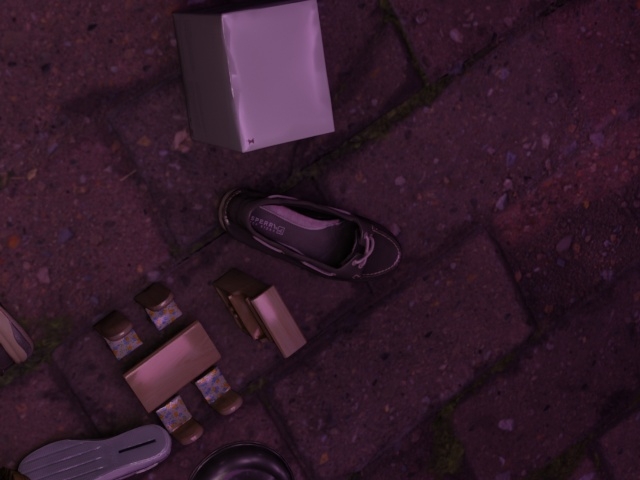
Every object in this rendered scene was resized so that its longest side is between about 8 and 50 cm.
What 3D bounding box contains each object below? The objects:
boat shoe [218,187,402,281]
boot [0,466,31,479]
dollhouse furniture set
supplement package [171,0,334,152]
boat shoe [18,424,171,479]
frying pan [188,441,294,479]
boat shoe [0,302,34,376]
[{"bbox_3d":[0.000,0.000,1.927,0.335,0.095,0.112,17,91,-28],"label":"boat shoe"},{"bbox_3d":[-0.355,0.401,1.762,0.269,0.236,0.089,18,64,-26],"label":"boot"},{"bbox_3d":[-0.170,0.162,1.833,0.242,0.161,0.212,-37,113,-17],"label":"dollhouse furniture set"},{"bbox_3d":[-0.099,-0.242,1.773,0.149,0.203,0.194,-14,106,-24],"label":"supplement package"},{"bbox_3d":[-0.329,0.335,1.828,0.226,0.076,0.083,-10,63,-4],"label":"boat shoe"},{"bbox_3d":[-0.088,0.467,1.999,0.197,0.053,0.326,-44,112,-12],"label":"frying pan"},{"bbox_3d":[-0.536,0.065,1.648,0.130,0.132,0.355,-44,114,-14],"label":"boat shoe"}]
